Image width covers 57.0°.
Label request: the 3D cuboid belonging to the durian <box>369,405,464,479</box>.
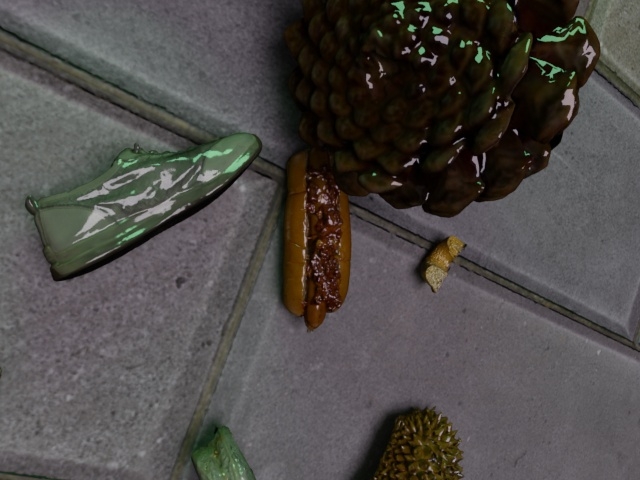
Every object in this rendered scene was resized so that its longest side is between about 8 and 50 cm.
[{"bbox_3d":[0.150,0.375,0.890,0.183,0.138,0.250,35,72,-20],"label":"durian"}]

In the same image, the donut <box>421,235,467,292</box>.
[{"bbox_3d":[0.187,0.031,0.909,0.038,0.067,0.083,39,110,-11],"label":"donut"}]

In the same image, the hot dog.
[{"bbox_3d":[0.000,0.000,0.786,0.102,0.076,0.249,0,95,-34],"label":"hot dog"}]

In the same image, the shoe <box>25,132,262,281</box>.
[{"bbox_3d":[-0.188,-0.059,0.658,0.274,0.103,0.098,-33,97,-25],"label":"shoe"}]

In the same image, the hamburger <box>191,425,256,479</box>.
[{"bbox_3d":[-0.109,0.307,0.726,0.062,0.133,0.140,-26,100,-17],"label":"hamburger"}]

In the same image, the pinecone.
[{"bbox_3d":[0.163,-0.210,0.715,0.384,0.384,0.385,-4,98,-30],"label":"pinecone"}]
